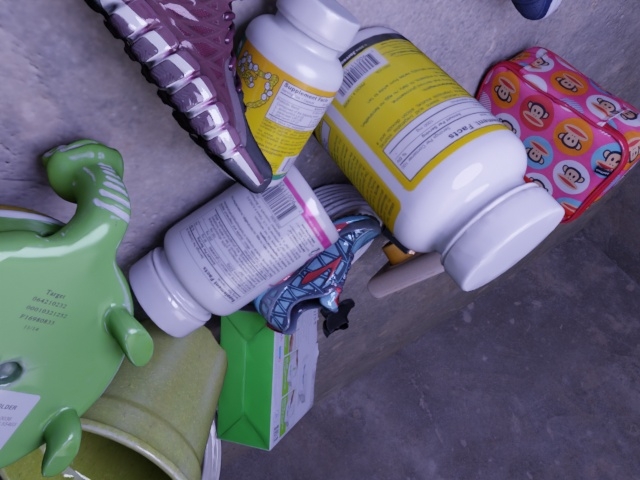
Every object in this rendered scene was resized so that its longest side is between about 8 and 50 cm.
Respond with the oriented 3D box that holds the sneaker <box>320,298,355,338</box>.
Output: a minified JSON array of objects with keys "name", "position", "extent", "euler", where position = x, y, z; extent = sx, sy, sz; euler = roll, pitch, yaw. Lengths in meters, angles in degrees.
[{"name":"sneaker","position":[0.061,0.238,1.326],"extent":[0.170,0.089,0.051],"euler":[-5,141,-45]}]

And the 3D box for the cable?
[{"name":"cable","position":[0.000,0.000,0.865],"extent":[0.256,0.089,0.257],"euler":[-18,148,-31]}]

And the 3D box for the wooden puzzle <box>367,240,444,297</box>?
[{"name":"wooden puzzle","position":[0.277,-0.030,0.979],"extent":[0.322,0.081,0.348],"euler":[-30,-173,36]}]

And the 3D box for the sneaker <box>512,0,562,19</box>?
[{"name":"sneaker","position":[0.205,-0.338,0.526],"extent":[0.153,0.099,0.282],"euler":[-46,145,10]}]

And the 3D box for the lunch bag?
[{"name":"lunch bag","position":[0.417,-0.184,0.819],"extent":[0.120,0.293,0.258],"euler":[-30,154,-20]}]

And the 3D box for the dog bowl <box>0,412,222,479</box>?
[{"name":"dog bowl","position":[-0.380,0.386,0.749],"extent":[0.150,0.409,0.407],"euler":[-26,163,35]}]

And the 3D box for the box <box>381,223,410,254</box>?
[{"name":"box","position":[0.214,-0.093,0.838],"extent":[0.216,0.060,0.270],"euler":[-48,179,13]}]

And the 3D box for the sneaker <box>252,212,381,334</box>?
[{"name":"sneaker","position":[0.011,0.065,0.742],"extent":[0.261,0.125,0.104],"euler":[-38,153,4]}]

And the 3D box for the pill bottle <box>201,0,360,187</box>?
[{"name":"pill bottle","position":[-0.047,-0.172,0.490],"extent":[0.117,0.118,0.208],"euler":[-4,140,-46]}]

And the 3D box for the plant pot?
[{"name":"plant pot","position":[-0.265,0.257,0.653],"extent":[0.276,0.276,0.254],"euler":[-51,-170,30]}]

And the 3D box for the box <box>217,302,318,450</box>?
[{"name":"box","position":[-0.101,0.259,0.922],"extent":[0.126,0.262,0.231],"euler":[3,-177,20]}]

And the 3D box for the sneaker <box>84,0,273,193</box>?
[{"name":"sneaker","position":[-0.081,-0.183,0.377],"extent":[0.162,0.106,0.281],"euler":[-41,129,-9]}]

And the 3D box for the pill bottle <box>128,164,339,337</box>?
[{"name":"pill bottle","position":[-0.128,0.011,0.652],"extent":[0.283,0.160,0.160],"euler":[-34,154,0]}]

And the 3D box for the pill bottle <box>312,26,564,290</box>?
[{"name":"pill bottle","position":[0.134,-0.108,0.563],"extent":[0.187,0.334,0.188],"euler":[-27,153,-15]}]

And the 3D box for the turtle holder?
[{"name":"turtle holder","position":[-0.323,0.055,0.419],"extent":[0.243,0.227,0.321],"euler":[-3,117,-47]}]

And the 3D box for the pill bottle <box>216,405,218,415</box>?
[{"name":"pill bottle","position":[-0.239,0.384,1.139],"extent":[0.162,0.162,0.278],"euler":[-2,139,-48]}]
